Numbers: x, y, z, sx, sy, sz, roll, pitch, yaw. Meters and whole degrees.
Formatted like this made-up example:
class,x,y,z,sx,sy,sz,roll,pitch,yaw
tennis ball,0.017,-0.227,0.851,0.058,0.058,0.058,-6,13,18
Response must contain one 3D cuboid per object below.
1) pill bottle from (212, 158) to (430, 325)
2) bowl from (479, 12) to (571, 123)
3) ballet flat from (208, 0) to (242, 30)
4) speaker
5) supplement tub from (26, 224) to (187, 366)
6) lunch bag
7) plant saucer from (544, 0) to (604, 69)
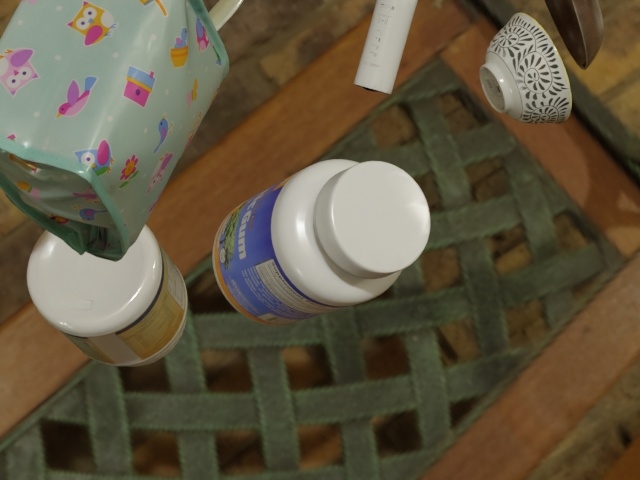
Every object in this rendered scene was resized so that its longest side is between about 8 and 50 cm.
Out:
class,x,y,z,sx,sy,sz,roll,pitch,yaw
pill bottle,0.000,0.000,1.310,0.152,0.152,0.272,-44,9,-27
bowl,0.278,-0.230,1.766,0.080,0.170,0.170,-24,17,-11
ballet flat,-0.156,-0.408,1.642,0.483,0.182,0.164,-60,16,24
speaker,0.087,-0.267,1.682,0.055,0.055,0.136,-151,75,-70
supplement tub,-0.360,0.092,2.175,0.228,0.228,0.316,-37,-19,-7
lunch bag,-0.191,-0.117,1.127,0.262,0.160,0.223,73,-142,-69
plant saucer,0.381,-0.422,1.961,0.050,0.310,0.310,-22,20,8
